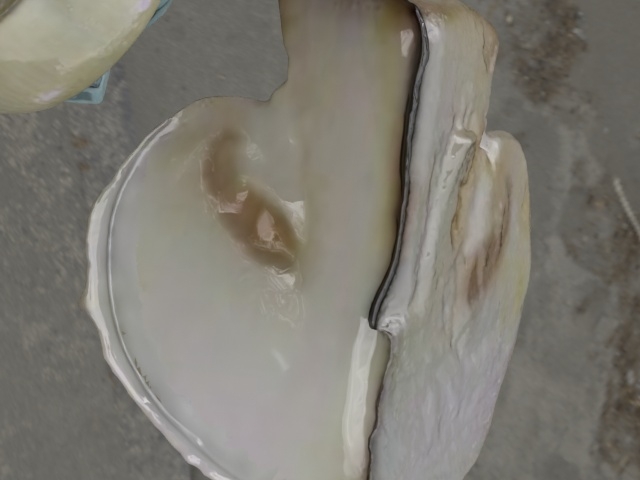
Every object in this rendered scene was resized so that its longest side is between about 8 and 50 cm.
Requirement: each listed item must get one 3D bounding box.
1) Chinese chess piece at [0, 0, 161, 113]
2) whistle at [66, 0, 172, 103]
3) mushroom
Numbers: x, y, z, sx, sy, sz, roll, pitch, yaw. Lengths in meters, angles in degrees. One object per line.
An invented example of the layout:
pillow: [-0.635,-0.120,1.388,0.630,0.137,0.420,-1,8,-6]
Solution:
Chinese chess piece: [-0.103,-0.103,0.462,0.051,0.122,0.122,32,92,-49]
whistle: [-0.204,-0.222,1.168,0.164,0.163,0.289,26,61,-27]
mushroom: [0.002,0.003,0.628,0.173,0.162,0.236,8,90,-67]
